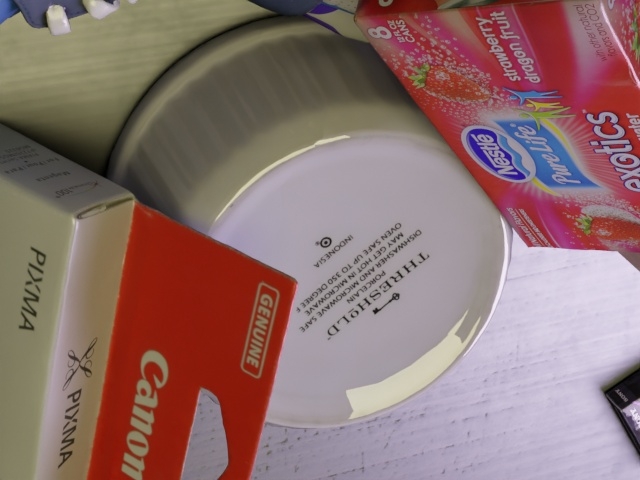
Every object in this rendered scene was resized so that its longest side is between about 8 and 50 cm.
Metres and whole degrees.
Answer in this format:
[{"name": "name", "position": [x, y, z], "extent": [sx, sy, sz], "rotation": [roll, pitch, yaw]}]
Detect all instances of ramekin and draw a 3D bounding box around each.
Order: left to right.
[{"name": "ramekin", "position": [0.000, 0.000, 0.756], "extent": [0.273, 0.127, 0.272], "rotation": [-9, 120, -15]}]

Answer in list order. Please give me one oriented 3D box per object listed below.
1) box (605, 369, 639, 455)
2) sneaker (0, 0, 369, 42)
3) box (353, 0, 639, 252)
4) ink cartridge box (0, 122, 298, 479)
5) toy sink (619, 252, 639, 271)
[{"name": "box", "position": [0.340, 0.131, 1.015], "extent": [0.162, 0.029, 0.116], "rotation": [-34, 124, 2]}, {"name": "sneaker", "position": [-0.069, -0.156, 0.640], "extent": [0.323, 0.130, 0.236], "rotation": [-47, 119, 3]}, {"name": "box", "position": [0.140, -0.099, 0.636], "extent": [0.257, 0.128, 0.122], "rotation": [44, 56, -50]}, {"name": "ink cartridge box", "position": [-0.152, 0.097, 0.702], "extent": [0.060, 0.239, 0.275], "rotation": [-24, 134, -53]}, {"name": "toy sink", "position": [0.281, -0.020, 0.785], "extent": [0.153, 0.234, 0.131], "rotation": [28, 106, -30]}]
